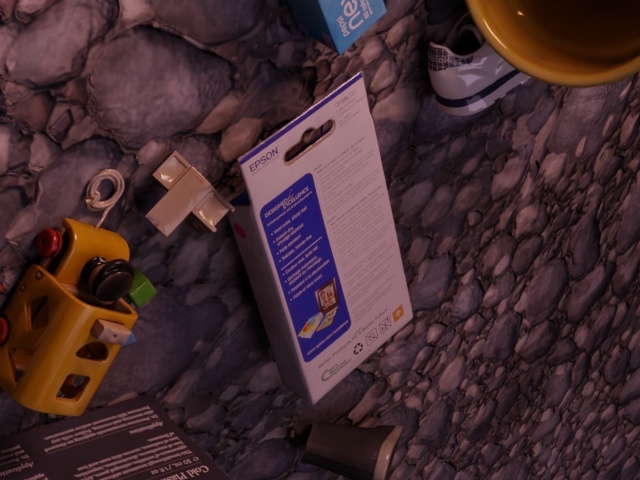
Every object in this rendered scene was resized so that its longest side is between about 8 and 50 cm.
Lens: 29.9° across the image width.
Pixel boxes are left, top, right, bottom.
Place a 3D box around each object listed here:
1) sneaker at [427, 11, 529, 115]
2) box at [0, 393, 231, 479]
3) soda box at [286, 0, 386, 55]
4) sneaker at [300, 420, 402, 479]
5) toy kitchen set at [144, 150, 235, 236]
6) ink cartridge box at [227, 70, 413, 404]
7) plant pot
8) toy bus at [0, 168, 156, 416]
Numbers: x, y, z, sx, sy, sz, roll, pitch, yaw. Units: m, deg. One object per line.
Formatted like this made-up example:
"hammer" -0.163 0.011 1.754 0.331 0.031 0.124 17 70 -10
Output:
"sneaker" 0.220 -0.240 1.390 0.235 0.090 0.095 -39 127 -23
"box" -0.234 0.347 1.177 0.343 0.312 0.179 -12 128 -41
"soda box" -0.007 -0.278 1.120 0.071 0.067 0.210 -43 143 -13
"sneaker" 0.044 0.278 1.636 0.222 0.118 0.083 46 61 -81
"toy kitchen set" -0.145 -0.035 1.200 0.083 0.075 0.068 45 77 -13
"ink cartridge box" 0.000 0.000 1.314 0.176 0.069 0.371 -38 138 -25
"plant pot" 0.311 -0.320 1.299 0.239 0.254 0.254 -39 146 -51
"toy bus" -0.226 0.068 1.132 0.191 0.104 0.202 -32 139 -27
